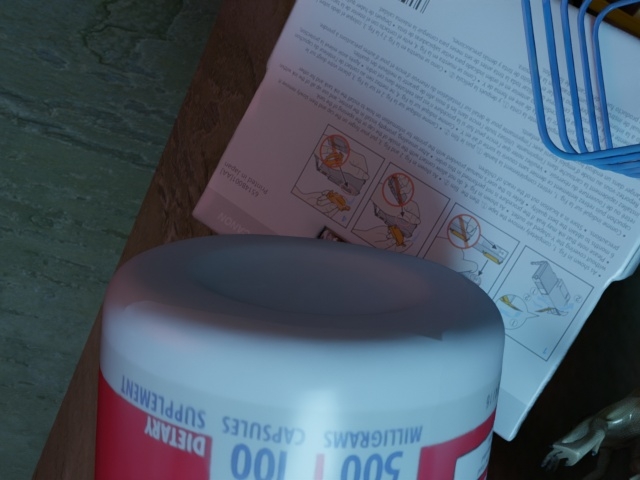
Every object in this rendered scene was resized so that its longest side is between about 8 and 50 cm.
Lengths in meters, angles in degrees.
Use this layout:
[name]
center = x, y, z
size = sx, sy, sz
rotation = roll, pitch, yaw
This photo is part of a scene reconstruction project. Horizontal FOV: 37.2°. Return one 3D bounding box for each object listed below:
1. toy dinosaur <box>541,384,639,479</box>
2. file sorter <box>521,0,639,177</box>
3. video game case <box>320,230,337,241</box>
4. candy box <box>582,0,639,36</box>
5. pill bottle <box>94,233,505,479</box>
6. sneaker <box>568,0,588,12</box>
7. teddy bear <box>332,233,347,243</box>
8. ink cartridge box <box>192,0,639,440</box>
[toy dinosaur]
center = 0.181, 0.107, 0.553
size = 0.092, 0.053, 0.183
rotation = -40, 0, -31
[file sorter]
center = 0.179, -0.096, 0.491
size = 0.104, 0.170, 0.118
rotation = -8, 87, 28
[video game case]
center = 0.000, 0.000, 1.205
size = 0.157, 0.019, 0.143
rotation = 18, 90, 70
[candy box]
center = 0.262, -0.212, 0.585
size = 0.206, 0.105, 0.027
rotation = -62, -11, 26
[pill bottle]
center = -0.025, 0.216, 0.582
size = 0.229, 0.228, 0.408
rotation = -139, 52, -69
[sneaker]
center = 0.152, -0.127, 0.770
size = 0.180, 0.124, 0.321
rotation = -46, 43, 21
[teddy bear]
center = 0.056, 0.093, 0.795
size = 0.245, 0.113, 0.338
rotation = 98, 177, -68
[ink cartridge box]
center = 0.085, -0.056, 0.664
size = 0.261, 0.296, 0.066
rotation = -61, -22, 15
